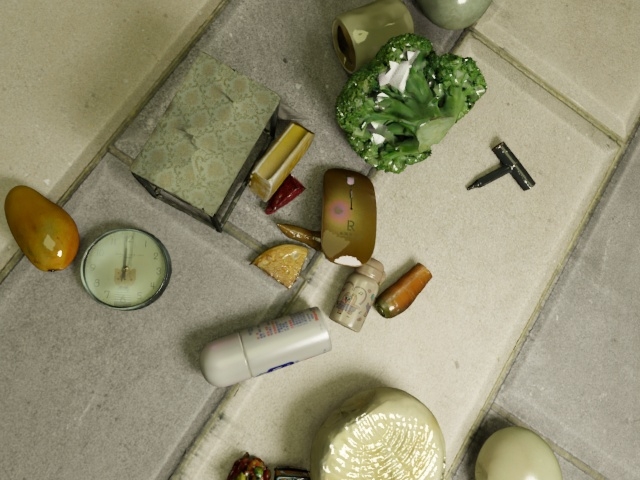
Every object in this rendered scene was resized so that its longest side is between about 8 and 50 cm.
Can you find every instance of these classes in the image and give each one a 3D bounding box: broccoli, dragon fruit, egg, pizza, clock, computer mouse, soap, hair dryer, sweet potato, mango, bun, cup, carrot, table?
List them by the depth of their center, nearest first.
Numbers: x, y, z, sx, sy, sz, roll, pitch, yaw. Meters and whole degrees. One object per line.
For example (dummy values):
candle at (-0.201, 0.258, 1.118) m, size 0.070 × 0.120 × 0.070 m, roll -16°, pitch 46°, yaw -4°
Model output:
mango at (-0.711, -0.038, 1.138) m, size 0.138 × 0.113 × 0.253 m, roll -34°, pitch 83°, yaw -8°
table at (-0.279, -0.231, 1.150) m, size 0.222 × 0.272 × 0.335 m, roll 29°, pitch 79°, yaw -5°
dragon fruit at (-0.196, 0.627, 1.153) m, size 0.138 × 0.175 × 0.142 m, roll -9°, pitch 54°, yaw -20°
bun at (0.138, 0.563, 1.162) m, size 0.364 × 0.202 × 0.364 m, roll 2°, pitch 84°, yaw -16°
clock at (-0.517, 0.076, 1.188) m, size 0.226 × 0.049 × 0.226 m, roll 1°, pitch 84°, yaw -10°
egg at (0.537, 0.648, 1.210) m, size 0.219 × 0.219 × 0.269 m, roll 16°, pitch 81°, yaw -7°
soap at (-0.104, -0.229, 1.228) m, size 0.073 × 0.140 × 0.232 m, roll 36°, pitch 68°, yaw -3°
broccoli at (0.231, -0.366, 1.229) m, size 0.413 × 0.321 × 0.310 m, roll -10°, pitch 78°, yaw -15°
computer mouse at (0.076, -0.076, 1.255) m, size 0.158 × 0.072 × 0.310 m, roll 9°, pitch 64°, yaw -13°
pizza at (-0.102, 0.073, 1.262) m, size 0.178 × 0.041 × 0.131 m, roll -26°, pitch 85°, yaw -12°
sweet potato at (0.000, 0.000, 1.275) m, size 0.274 × 0.067 × 0.067 m, roll 16°, pitch 81°, yaw -11°
dragon fruit at (-0.115, -0.132, 1.275) m, size 0.131 × 0.097 × 0.063 m, roll -40°, pitch 87°, yaw 7°
carrot at (0.244, 0.150, 1.292) m, size 0.193 × 0.087 × 0.087 m, roll -36°, pitch 90°, yaw -18°
cup at (0.175, -0.573, 1.320) m, size 0.202 × 0.173 × 0.255 m, roll -25°, pitch 87°, yaw -10°
egg at (0.402, -0.817, 1.347) m, size 0.258 × 0.258 × 0.352 m, roll -12°, pitch 83°, yaw -11°
hair dryer at (0.560, -0.189, 1.407) m, size 0.195 × 0.050 × 0.173 m, roll -40°, pitch 90°, yaw -8°

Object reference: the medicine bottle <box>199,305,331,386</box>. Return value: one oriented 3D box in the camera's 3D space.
medicine bottle at (-0.149, 0.286, 1.182) m, size 0.341 × 0.130 × 0.130 m, roll -16°, pitch 86°, yaw -12°

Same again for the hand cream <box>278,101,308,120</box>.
hand cream at (-0.105, -0.364, 1.277) m, size 0.084 × 0.142 × 0.053 m, roll -12°, pitch 127°, yaw -38°

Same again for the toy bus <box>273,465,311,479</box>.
toy bus at (-0.083, 0.694, 1.152) m, size 0.098 × 0.114 × 0.201 m, roll 8°, pitch 87°, yaw -8°

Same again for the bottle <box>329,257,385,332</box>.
bottle at (0.115, 0.150, 1.262) m, size 0.110 × 0.097 × 0.209 m, roll 32°, pitch 79°, yaw -23°
